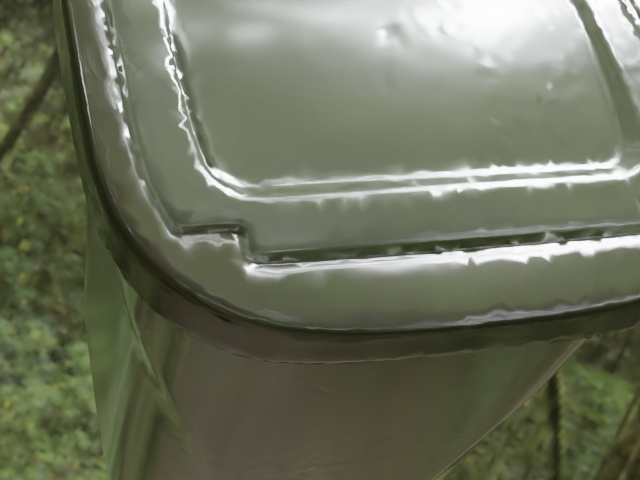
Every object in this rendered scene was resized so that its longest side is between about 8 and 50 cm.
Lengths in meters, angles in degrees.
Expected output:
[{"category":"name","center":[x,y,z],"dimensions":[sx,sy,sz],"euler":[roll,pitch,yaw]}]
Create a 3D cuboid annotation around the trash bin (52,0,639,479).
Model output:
[{"category":"trash bin","center":[0.000,0.000,0.581],"dimensions":[0.220,0.219,0.250],"euler":[-3,-32,-16]}]
